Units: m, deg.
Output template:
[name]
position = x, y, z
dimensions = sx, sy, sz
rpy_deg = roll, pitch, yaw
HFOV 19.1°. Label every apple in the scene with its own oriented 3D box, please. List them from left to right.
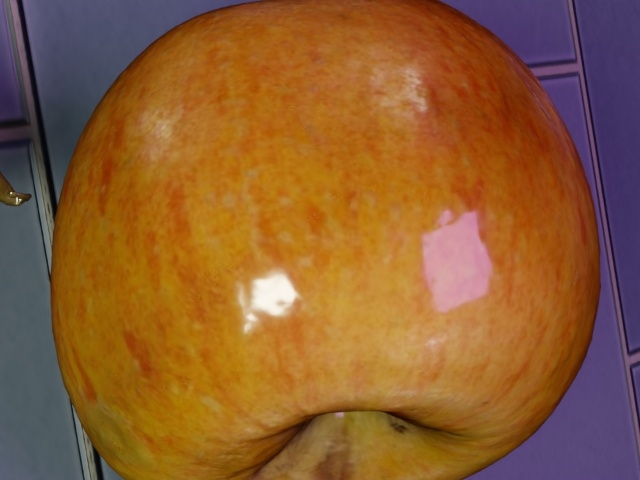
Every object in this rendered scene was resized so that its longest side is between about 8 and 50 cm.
[apple]
position = 0.000, 0.000, 1.009
dimensions = 0.299, 0.299, 0.275
rpy_deg = 21, 53, -51

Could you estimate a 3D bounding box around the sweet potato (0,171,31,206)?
[sweet potato]
position = -0.236, -0.109, 0.874
dimensions = 0.269, 0.074, 0.075
rpy_deg = 56, 42, -17
